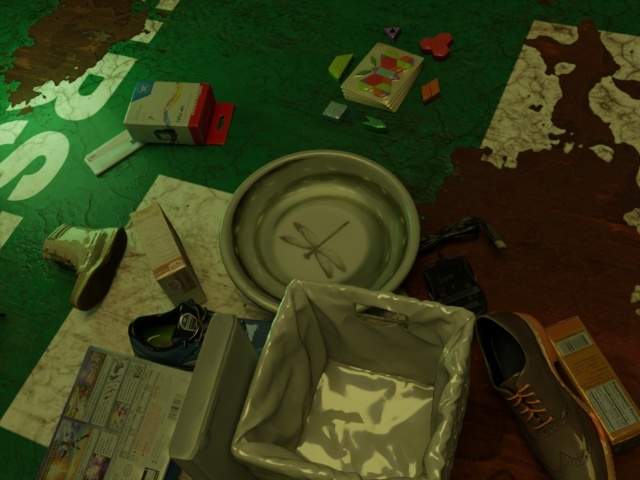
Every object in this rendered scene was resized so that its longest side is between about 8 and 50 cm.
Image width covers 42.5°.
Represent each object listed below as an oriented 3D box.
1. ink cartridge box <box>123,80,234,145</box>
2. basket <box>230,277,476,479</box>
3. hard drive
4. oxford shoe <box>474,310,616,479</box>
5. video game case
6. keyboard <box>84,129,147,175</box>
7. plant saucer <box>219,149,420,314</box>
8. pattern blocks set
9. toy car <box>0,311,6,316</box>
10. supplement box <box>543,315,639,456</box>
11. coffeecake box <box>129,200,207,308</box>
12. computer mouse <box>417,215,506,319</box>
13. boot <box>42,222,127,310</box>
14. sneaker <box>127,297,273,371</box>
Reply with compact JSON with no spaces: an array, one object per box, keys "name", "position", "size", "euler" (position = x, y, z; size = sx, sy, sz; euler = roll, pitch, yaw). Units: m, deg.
[{"name":"ink cartridge box","position":[-0.334,-0.303,1.960],"size":[0.230,0.078,0.134],"euler":[3,61,10]},{"name":"basket","position":[0.073,0.284,1.370],"size":[0.328,0.266,0.331],"euler":[9,58,18]},{"name":"hard drive","position":[-0.137,0.304,1.348],"size":[0.047,0.353,0.233],"euler":[4,58,17]},{"name":"oxford shoe","position":[0.355,0.278,1.364],"size":[0.130,0.132,0.364],"euler":[-46,51,28]},{"name":"video game case","position":[-0.363,0.352,1.520],"size":[0.244,0.061,0.270],"euler":[11,70,18]},{"name":"keyboard","position":[-0.452,-0.248,2.001],"size":[0.256,0.014,0.072],"euler":[-36,62,-12]},{"name":"plant saucer","position":[0.000,0.000,1.664],"size":[0.400,0.101,0.401],"euler":[-2,59,3]},{"name":"pattern blocks set","position":[0.153,-0.390,1.953],"size":[0.285,0.026,0.325],"euler":[12,60,20]},{"name":"toy car","position":[-0.767,0.132,1.735],"size":[0.188,0.155,0.149],"euler":[-2,56,0]},{"name":"supplement box","position":[0.467,0.251,1.422],"size":[0.080,0.078,0.233],"euler":[-20,55,-3]},{"name":"coffeecake box","position":[-0.313,0.036,1.696],"size":[0.068,0.142,0.186],"euler":[-26,56,-5]},{"name":"computer mouse","position":[0.287,0.066,1.600],"size":[0.184,0.060,0.262],"euler":[-24,43,1]},{"name":"boot","position":[-0.529,0.053,1.774],"size":[0.165,0.077,0.213],"euler":[7,53,16]},{"name":"sneaker","position":[-0.216,0.192,1.568],"size":[0.329,0.147,0.130],"euler":[-3,56,10]}]
